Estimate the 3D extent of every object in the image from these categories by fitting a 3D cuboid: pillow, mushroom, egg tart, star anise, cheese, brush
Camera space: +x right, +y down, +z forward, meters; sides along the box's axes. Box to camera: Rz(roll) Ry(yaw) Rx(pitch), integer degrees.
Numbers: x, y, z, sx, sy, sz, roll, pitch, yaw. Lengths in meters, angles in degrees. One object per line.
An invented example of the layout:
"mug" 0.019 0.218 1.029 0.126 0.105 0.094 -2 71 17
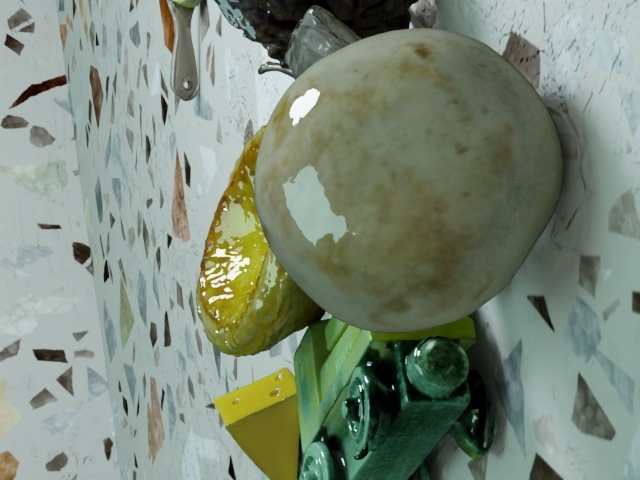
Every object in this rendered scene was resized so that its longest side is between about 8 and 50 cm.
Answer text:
"pillow" 0.062 -0.137 1.670 0.248 0.049 0.135 43 159 -1
"mushroom" 0.093 -0.050 1.524 0.290 0.298 0.297 42 -145 -66
"egg tart" -0.046 0.006 1.936 0.319 0.128 0.318 -167 90 -68
"star anise" 0.007 -0.257 1.730 0.223 0.236 0.109 122 142 -61
"cheese" -0.070 0.300 2.345 0.093 0.126 0.171 -134 23 -65
"brush" -0.229 -0.391 2.699 0.067 0.072 0.312 23 116 55

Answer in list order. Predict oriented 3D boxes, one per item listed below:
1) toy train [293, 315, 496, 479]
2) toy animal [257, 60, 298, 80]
"toy train" 0.069 0.164 1.771 0.397 0.160 0.253 116 152 -58
"toy animal" -0.001 -0.187 1.986 0.186 0.094 0.214 40 120 32
